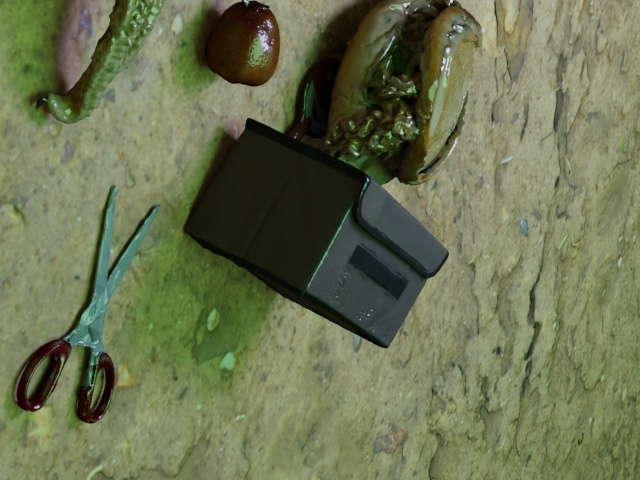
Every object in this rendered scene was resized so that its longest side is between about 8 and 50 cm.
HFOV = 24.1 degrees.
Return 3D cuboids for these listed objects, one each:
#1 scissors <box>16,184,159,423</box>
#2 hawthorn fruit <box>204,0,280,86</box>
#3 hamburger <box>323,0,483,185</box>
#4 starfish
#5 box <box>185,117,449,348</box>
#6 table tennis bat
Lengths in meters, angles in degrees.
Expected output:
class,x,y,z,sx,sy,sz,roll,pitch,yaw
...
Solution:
class,x,y,z,sx,sy,sz,roll,pitch,yaw
scissors,-0.233,0.068,1.575,0.144,0.017,0.247,25,83,-59
hawthorn fruit,-0.079,-0.214,1.600,0.081,0.081,0.093,-15,130,-54
hamburger,0.105,-0.177,1.842,0.243,0.146,0.286,83,29,-50
starfish,-0.101,-0.322,1.440,0.432,0.082,0.324,-58,176,32
box,0.000,0.000,1.727,0.153,0.188,0.252,-60,150,-4
table tennis bat,-0.011,-0.154,1.803,0.154,0.019,0.098,-55,146,-30
